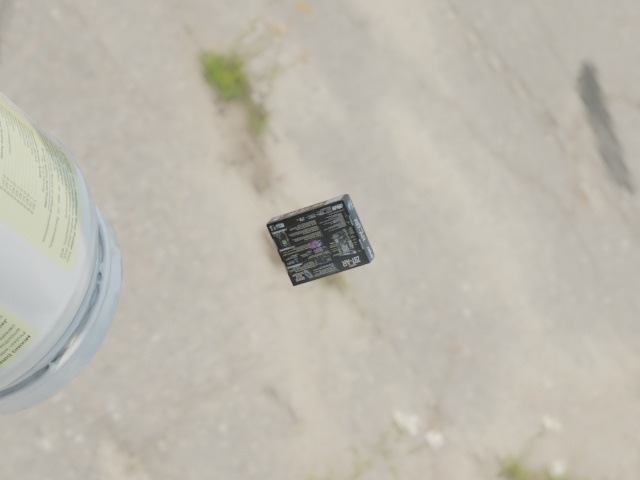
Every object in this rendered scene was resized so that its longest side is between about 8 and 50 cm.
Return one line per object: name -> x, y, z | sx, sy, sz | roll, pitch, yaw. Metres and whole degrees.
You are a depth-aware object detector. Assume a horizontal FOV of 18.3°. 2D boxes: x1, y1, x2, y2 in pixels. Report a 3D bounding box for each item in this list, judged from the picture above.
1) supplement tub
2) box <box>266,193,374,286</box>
supplement tub -> -0.306, -0.019, 1.420 | 0.325, 0.235, 0.235 | 45, 25, -55
box -> 0.000, 0.000, 1.840 | 0.067, 0.083, 0.018 | 66, 24, -13
